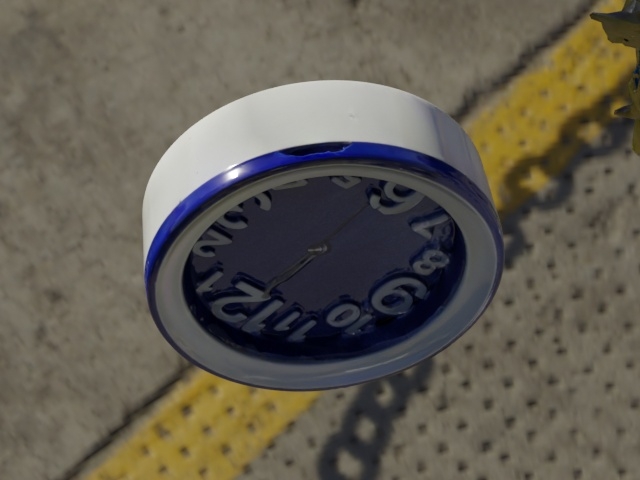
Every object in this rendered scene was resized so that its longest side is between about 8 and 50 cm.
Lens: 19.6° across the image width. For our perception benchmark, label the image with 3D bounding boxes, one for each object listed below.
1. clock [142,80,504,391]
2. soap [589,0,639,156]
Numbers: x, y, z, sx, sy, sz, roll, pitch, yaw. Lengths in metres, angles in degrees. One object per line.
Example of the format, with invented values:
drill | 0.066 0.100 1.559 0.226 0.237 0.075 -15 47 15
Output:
clock | 0.000 0.000 1.196 0.230 0.230 0.083 -13 51 5
soap | 0.256 -0.045 0.567 0.324 0.204 0.096 12 74 15
